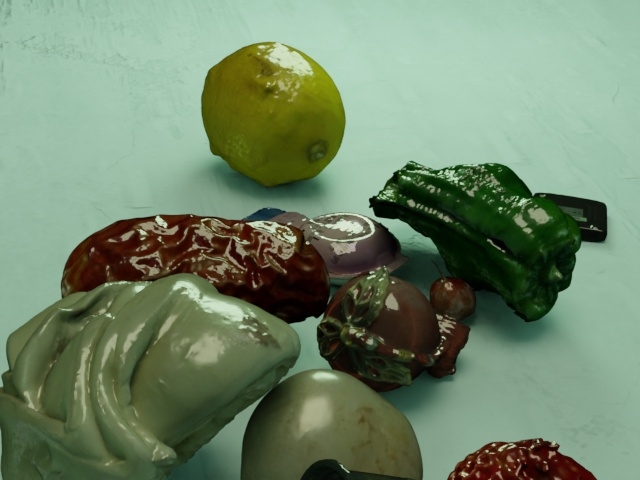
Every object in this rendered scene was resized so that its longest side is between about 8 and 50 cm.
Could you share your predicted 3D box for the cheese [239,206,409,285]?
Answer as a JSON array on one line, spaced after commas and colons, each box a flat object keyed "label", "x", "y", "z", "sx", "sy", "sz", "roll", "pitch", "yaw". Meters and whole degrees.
[{"label": "cheese", "x": 0.000, "y": 0.000, "z": 1.907, "sx": 0.286, "sy": 0.074, "sz": 0.189, "roll": 17, "pitch": 31, "yaw": 32}]

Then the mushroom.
[{"label": "mushroom", "x": -0.006, "y": 0.241, "z": 1.362, "sx": 0.209, "sy": 0.206, "sz": 0.206, "roll": -5, "pitch": 20, "yaw": 36}]

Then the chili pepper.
[{"label": "chili pepper", "x": 0.219, "y": -0.034, "z": 1.836, "sx": 0.167, "sy": 0.213, "sz": 0.385, "roll": -46, "pitch": 44, "yaw": -12}]

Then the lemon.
[{"label": "lemon", "x": -0.081, "y": -0.216, "z": 2.142, "sx": 0.233, "sy": 0.234, "sz": 0.288, "roll": -20, "pitch": 47, "yaw": -36}]

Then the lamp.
[{"label": "lamp", "x": 0.074, "y": 0.119, "z": 1.641, "sx": 0.215, "sy": 0.151, "sz": 0.223, "roll": 34, "pitch": -2, "yaw": 35}]

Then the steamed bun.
[{"label": "steamed bun", "x": -0.214, "y": 0.148, "z": 1.325, "sx": 0.309, "sy": 0.324, "sz": 0.219, "roll": -39, "pitch": 90, "yaw": -30}]

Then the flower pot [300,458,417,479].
[{"label": "flower pot", "x": 0.049, "y": 0.289, "z": 1.210, "sx": 0.106, "sy": 0.157, "sz": 0.157, "roll": 7, "pitch": 24, "yaw": -28}]

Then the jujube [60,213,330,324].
[{"label": "jujube", "x": -0.159, "y": 0.061, "z": 1.635, "sx": 0.342, "sy": 0.216, "sz": 0.216, "roll": -5, "pitch": 29, "yaw": -11}]

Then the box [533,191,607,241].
[{"label": "box", "x": 0.404, "y": -0.042, "z": 2.065, "sx": 0.126, "sy": 0.027, "sz": 0.125, "roll": 8, "pitch": 29, "yaw": 8}]

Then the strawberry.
[{"label": "strawberry", "x": 0.187, "y": 0.285, "z": 1.293, "sx": 0.205, "sy": 0.205, "sz": 0.244, "roll": -1, "pitch": 15, "yaw": -7}]

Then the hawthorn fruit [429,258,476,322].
[{"label": "hawthorn fruit", "x": 0.180, "y": 0.067, "z": 1.768, "sx": 0.066, "sy": 0.103, "sz": 0.067, "roll": -14, "pitch": 27, "yaw": 7}]
